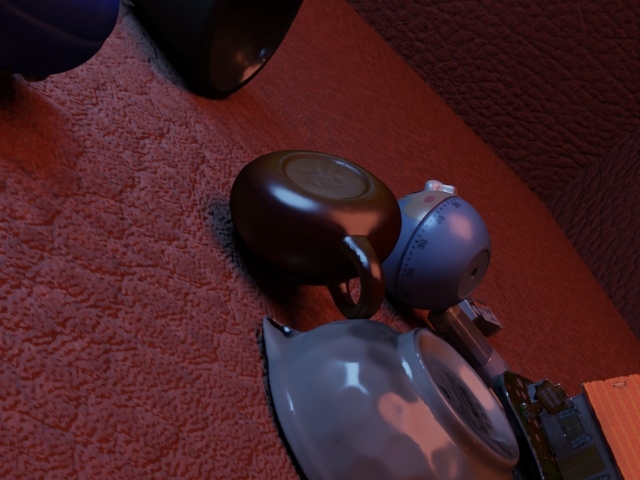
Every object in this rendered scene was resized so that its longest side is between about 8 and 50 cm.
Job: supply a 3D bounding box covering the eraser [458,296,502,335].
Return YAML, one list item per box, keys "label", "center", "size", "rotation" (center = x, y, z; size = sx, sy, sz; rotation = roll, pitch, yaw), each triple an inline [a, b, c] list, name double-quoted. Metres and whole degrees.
- label: "eraser"
  center: [0.245, 0.117, 1.670]
  size: [0.122, 0.029, 0.052]
  rotation: [23, 31, -57]

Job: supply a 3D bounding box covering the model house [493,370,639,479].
- label: "model house"
  center: [0.361, 0.273, 1.326]
  size: [0.207, 0.154, 0.293]
  rotation: [31, 34, -52]

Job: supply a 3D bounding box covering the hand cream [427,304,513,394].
- label: "hand cream"
  center: [0.240, 0.187, 1.451]
  size: [0.255, 0.048, 0.079]
  rotation: [49, 25, -9]

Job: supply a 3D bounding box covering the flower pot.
- label: "flower pot"
  center: [-0.136, -0.331, 1.343]
  size: [0.166, 0.269, 0.269]
  rotation: [31, 13, 10]

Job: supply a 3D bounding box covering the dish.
- label: "dish"
  center: [0.085, 0.166, 0.943]
  size: [0.303, 0.120, 0.303]
  rotation: [45, 17, -18]

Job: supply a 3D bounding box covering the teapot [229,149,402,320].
- label: "teapot"
  center: [0.000, 0.000, 1.080]
  size: [0.178, 0.135, 0.252]
  rotation: [-5, 36, -25]

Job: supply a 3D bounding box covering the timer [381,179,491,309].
- label: "timer"
  center: [0.119, -0.024, 1.414]
  size: [0.255, 0.175, 0.175]
  rotation: [56, 16, 24]

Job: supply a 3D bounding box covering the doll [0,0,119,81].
- label: "doll"
  center: [-0.278, -0.238, 0.811]
  size: [0.242, 0.160, 0.311]
  rotation: [54, 19, 11]
